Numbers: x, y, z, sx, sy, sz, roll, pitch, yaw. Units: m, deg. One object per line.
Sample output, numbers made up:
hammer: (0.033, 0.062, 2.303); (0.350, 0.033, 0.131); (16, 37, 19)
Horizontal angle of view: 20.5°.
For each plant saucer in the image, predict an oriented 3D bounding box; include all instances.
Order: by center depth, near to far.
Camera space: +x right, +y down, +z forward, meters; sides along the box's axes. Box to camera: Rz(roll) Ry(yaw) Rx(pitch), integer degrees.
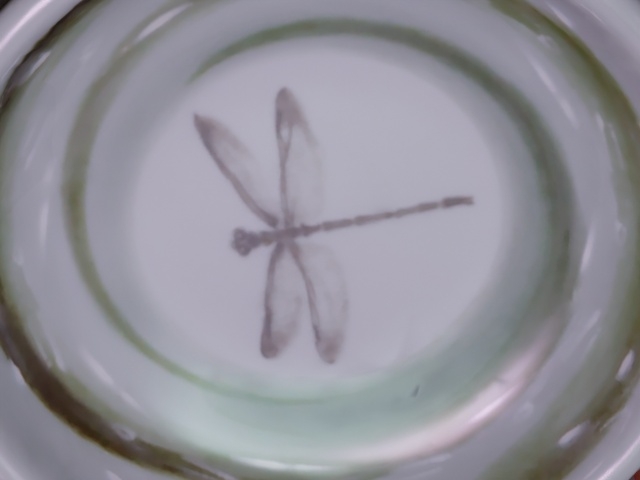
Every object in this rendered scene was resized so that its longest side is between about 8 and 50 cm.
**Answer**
plant saucer: (0.000, 0.000, 0.882); (0.400, 0.100, 0.401); (-1, 119, -2)

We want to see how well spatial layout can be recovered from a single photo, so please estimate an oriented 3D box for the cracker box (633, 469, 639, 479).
cracker box: (0.298, 0.188, 1.019); (0.155, 0.067, 0.232); (-28, 117, 11)
